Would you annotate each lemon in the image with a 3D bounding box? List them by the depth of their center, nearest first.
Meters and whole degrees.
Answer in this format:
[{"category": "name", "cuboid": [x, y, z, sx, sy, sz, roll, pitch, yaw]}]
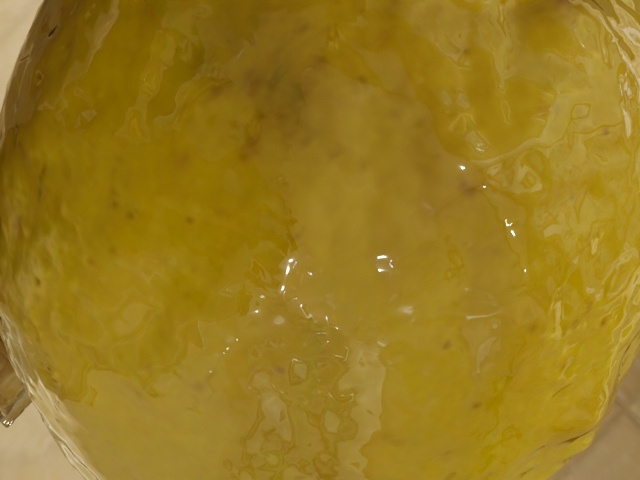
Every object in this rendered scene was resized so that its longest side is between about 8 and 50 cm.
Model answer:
[{"category": "lemon", "cuboid": [0.000, -0.005, 0.615, 0.285, 0.285, 0.316, 38, 111, -8]}]

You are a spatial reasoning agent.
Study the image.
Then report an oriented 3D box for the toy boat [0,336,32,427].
[{"category": "toy boat", "cuboid": [-0.268, 0.088, 1.228, 0.121, 0.321, 0.089, 45, 79, -17]}]
